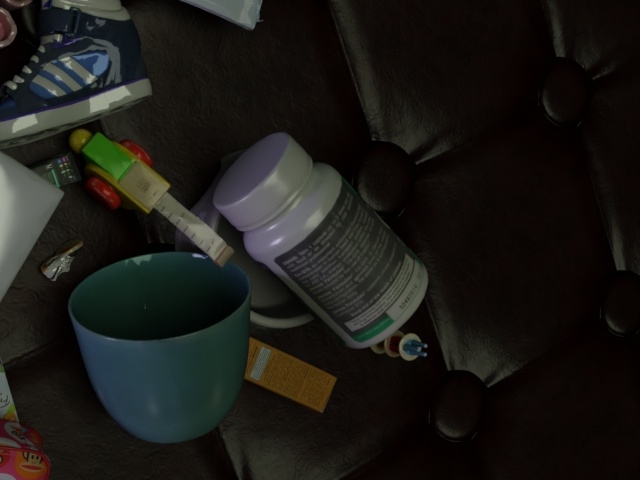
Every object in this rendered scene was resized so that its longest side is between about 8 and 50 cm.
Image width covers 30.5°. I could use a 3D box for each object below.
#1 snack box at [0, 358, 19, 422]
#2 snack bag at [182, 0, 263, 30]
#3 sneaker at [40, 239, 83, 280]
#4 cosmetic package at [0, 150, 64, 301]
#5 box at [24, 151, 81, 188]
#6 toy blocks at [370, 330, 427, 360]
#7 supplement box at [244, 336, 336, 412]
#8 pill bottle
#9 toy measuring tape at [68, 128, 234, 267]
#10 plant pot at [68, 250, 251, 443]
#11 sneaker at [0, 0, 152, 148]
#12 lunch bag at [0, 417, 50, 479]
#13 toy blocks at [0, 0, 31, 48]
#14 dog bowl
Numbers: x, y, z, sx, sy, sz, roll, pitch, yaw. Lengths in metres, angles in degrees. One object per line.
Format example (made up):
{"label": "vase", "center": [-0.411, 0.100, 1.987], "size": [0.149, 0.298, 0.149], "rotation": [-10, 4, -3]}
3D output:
{"label": "snack box", "center": [-0.553, 0.245, 1.884], "size": [0.100, 0.037, 0.141], "rotation": [-18, 103, -27]}
{"label": "snack bag", "center": [-0.212, -0.558, 1.956], "size": [0.342, 0.037, 0.323], "rotation": [17, 85, -29]}
{"label": "sneaker", "center": [-0.427, 0.033, 1.956], "size": [0.083, 0.032, 0.037], "rotation": [-41, 125, -17]}
{"label": "cosmetic package", "center": [-0.530, -0.015, 1.776], "size": [0.138, 0.224, 0.224], "rotation": [35, 76, -27]}
{"label": "box", "center": [-0.444, -0.107, 1.915], "size": [0.083, 0.062, 0.052], "rotation": [-26, 104, -27]}
{"label": "toy blocks", "center": [0.133, 0.175, 2.221], "size": [0.054, 0.148, 0.123], "rotation": [-50, 115, -19]}
{"label": "supplement box", "center": [-0.088, 0.238, 2.136], "size": [0.233, 0.078, 0.080], "rotation": [26, 80, -28]}
{"label": "pill bottle", "center": [0.000, 0.000, 1.985], "size": [0.361, 0.204, 0.204], "rotation": [46, 71, -25]}
{"label": "toy measuring tape", "center": [-0.288, -0.069, 1.959], "size": [0.330, 0.121, 0.121], "rotation": [40, 72, -7]}
{"label": "plant pot", "center": [-0.252, 0.188, 1.928], "size": [0.293, 0.293, 0.235], "rotation": [-18, 121, -29]}
{"label": "sneaker", "center": [-0.446, -0.295, 1.881], "size": [0.322, 0.130, 0.236], "rotation": [-22, 94, -23]}
{"label": "lunch bag", "center": [-0.588, 0.388, 1.807], "size": [0.293, 0.120, 0.258], "rotation": [21, 101, -29]}
{"label": "toy blocks", "center": [-0.567, -0.351, 1.673], "size": [0.288, 0.260, 0.309], "rotation": [38, 56, -27]}
{"label": "dog bowl", "center": [-0.084, 0.002, 2.113], "size": [0.348, 0.102, 0.349], "rotation": [-1, 93, -30]}
